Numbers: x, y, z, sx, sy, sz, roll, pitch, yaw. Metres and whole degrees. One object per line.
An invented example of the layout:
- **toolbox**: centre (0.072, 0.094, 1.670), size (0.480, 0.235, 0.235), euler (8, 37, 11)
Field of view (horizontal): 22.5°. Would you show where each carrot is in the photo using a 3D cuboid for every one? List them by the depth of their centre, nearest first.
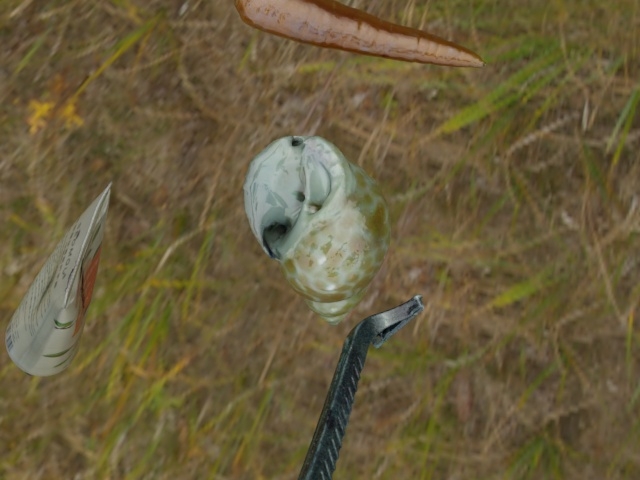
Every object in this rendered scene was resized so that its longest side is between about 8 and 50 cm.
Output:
- **carrot**: centre (0.032, -0.171, 1.315), size (0.216, 0.048, 0.048), euler (16, 122, -6)

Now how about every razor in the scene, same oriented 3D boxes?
- **razor**: centre (0.012, 0.111, 1.037), size (0.033, 0.190, 0.066), euler (34, 140, -9)

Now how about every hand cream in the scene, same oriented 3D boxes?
- **hand cream**: centre (-0.162, 0.037, 1.008), size (0.050, 0.080, 0.234), euler (21, 156, -9)

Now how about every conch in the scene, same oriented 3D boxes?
- **conch**: centre (0.004, -0.015, 1.414), size (0.116, 0.106, 0.173), euler (-34, 95, 6)
